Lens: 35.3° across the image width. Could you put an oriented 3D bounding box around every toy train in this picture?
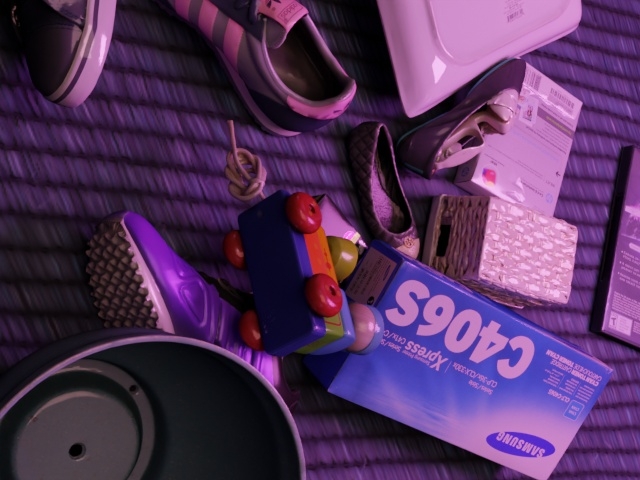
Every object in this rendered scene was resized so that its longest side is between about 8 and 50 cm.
[{"bbox_3d":[-0.017,-0.001,1.015,0.143,0.105,0.248,20,49,-50],"label":"toy train"}]

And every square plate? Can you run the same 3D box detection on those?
[{"bbox_3d":[0.190,-0.362,1.175,0.347,0.049,0.344,-31,116,-33],"label":"square plate"}]

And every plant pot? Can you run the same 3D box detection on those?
[{"bbox_3d":[-0.187,0.201,0.861,0.293,0.196,0.293,-6,102,-29],"label":"plant pot"}]

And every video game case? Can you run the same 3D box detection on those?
[{"bbox_3d":[0.482,0.025,1.445,0.196,0.026,0.274,22,73,-31],"label":"video game case"}]

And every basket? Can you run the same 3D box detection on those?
[{"bbox_3d":[0.220,0.014,1.221,0.167,0.103,0.113,16,78,-33],"label":"basket"}]

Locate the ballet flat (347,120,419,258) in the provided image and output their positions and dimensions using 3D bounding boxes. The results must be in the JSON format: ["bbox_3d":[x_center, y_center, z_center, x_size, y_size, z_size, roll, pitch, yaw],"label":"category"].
[{"bbox_3d":[0.076,-0.054,1.161,0.057,0.049,0.173,-27,101,-32],"label":"ballet flat"}]

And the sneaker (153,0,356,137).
[{"bbox_3d":[-0.078,-0.247,1.024,0.319,0.131,0.112,47,63,-22],"label":"sneaker"}]

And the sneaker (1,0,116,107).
[{"bbox_3d":[-0.260,-0.280,0.911,0.127,0.126,0.321,10,70,-37],"label":"sneaker"}]

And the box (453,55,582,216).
[{"bbox_3d":[0.258,-0.127,1.298,0.145,0.038,0.186,27,71,-28],"label":"box"}]

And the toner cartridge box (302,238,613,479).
[{"bbox_3d":[0.165,0.145,1.157,0.348,0.075,0.165,26,97,-30],"label":"toner cartridge box"}]

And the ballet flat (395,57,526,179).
[{"bbox_3d":[0.184,-0.139,1.202,0.203,0.074,0.074,-36,107,-12],"label":"ballet flat"}]

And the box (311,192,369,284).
[{"bbox_3d":[0.000,0.000,1.105,0.083,0.052,0.062,51,61,-19],"label":"box"}]

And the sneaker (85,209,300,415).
[{"bbox_3d":[-0.113,0.082,1.003,0.146,0.102,0.293,-40,112,-37],"label":"sneaker"}]
